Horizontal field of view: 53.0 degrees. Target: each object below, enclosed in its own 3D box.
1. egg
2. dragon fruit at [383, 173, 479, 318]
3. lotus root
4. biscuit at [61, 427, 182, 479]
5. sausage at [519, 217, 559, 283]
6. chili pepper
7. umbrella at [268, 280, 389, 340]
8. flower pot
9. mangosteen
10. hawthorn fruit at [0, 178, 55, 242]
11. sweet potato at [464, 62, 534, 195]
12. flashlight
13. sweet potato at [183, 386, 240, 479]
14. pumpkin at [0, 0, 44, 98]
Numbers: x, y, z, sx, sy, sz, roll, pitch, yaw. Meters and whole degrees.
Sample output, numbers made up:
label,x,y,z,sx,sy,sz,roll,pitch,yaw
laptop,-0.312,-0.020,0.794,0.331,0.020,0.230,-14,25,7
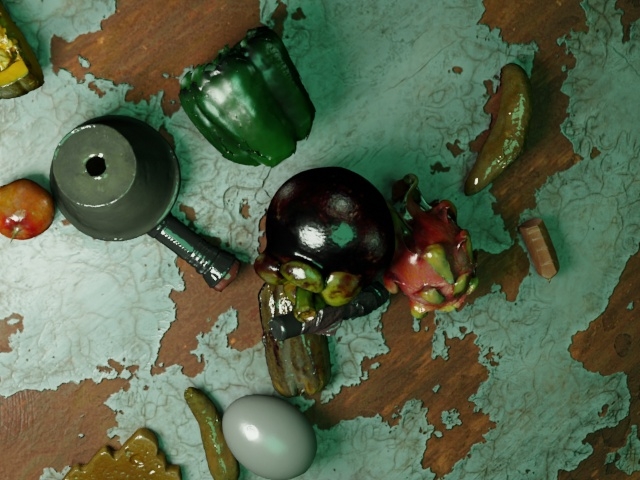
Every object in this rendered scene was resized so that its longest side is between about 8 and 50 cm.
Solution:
label,x,y,z,sx,sy,sz,roll,pitch,yaw
egg,-0.120,0.449,1.481,0.232,0.176,0.176,33,90,-9
dragon fruit,0.239,0.017,1.498,0.227,0.243,0.307,-23,67,8
lotus root,-0.054,0.224,1.512,0.167,0.078,0.329,-16,104,-14
biscuit,-0.471,0.567,1.472,0.301,0.043,0.278,-3,103,-14
sausage,0.573,0.028,1.659,0.065,0.065,0.169,-29,107,-9
chili pepper,-0.141,-0.287,1.322,0.248,0.233,0.256,-39,113,-2
umbrella,0.025,0.157,1.467,0.326,0.090,0.094,-13,116,-38
flower pot,-0.421,-0.133,1.268,0.269,0.166,0.269,0,88,-5
mangosteen,-0.001,-0.007,1.377,0.313,0.297,0.297,-29,106,-6
hawthorn fruit,-0.598,-0.052,1.286,0.125,0.125,0.140,4,79,-16
sweet potato,0.451,-0.257,1.564,0.114,0.092,0.341,19,94,7
flashlight,-0.287,0.016,1.411,0.232,0.093,0.093,38,88,-13
sweet potato,-0.251,0.455,1.501,0.075,0.075,0.273,-19,102,-12
pumpkin,-0.636,-0.374,1.229,0.131,0.126,0.248,-25,86,-2
